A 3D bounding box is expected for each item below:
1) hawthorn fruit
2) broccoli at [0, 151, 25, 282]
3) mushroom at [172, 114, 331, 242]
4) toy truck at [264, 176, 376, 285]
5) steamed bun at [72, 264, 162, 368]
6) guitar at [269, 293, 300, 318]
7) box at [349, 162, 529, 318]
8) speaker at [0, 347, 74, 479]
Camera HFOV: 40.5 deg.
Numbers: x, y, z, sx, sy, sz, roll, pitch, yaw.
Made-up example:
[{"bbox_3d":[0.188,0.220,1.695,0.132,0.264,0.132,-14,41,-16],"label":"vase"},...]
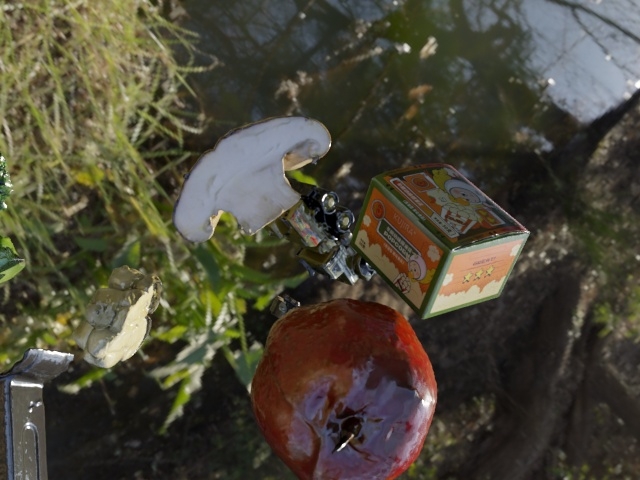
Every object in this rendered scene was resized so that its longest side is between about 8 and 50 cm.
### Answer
[{"bbox_3d":[0.023,0.205,1.114,0.254,0.254,0.300,-48,179,14],"label":"hawthorn fruit"},{"bbox_3d":[-0.696,-0.034,1.645,0.297,0.297,0.297,-35,167,-10],"label":"broccoli"},{"bbox_3d":[-0.115,-0.113,1.402,0.285,0.151,0.156,-34,107,6],"label":"mushroom"},{"bbox_3d":[0.003,-0.002,1.658,0.257,0.127,0.127,46,70,-41],"label":"toy truck"},{"bbox_3d":[-0.404,0.149,1.672,0.192,0.106,0.177,-47,161,-54],"label":"steamed bun"},{"bbox_3d":[-0.050,0.121,1.463,0.038,0.084,0.271,-62,177,-6],"label":"guitar"},{"bbox_3d":[0.185,-0.007,1.360,0.177,0.195,0.148,-10,134,-36],"label":"box"},{"bbox_3d":[-0.588,0.417,1.680,0.184,0.388,0.180,-12,165,20],"label":"speaker"}]
